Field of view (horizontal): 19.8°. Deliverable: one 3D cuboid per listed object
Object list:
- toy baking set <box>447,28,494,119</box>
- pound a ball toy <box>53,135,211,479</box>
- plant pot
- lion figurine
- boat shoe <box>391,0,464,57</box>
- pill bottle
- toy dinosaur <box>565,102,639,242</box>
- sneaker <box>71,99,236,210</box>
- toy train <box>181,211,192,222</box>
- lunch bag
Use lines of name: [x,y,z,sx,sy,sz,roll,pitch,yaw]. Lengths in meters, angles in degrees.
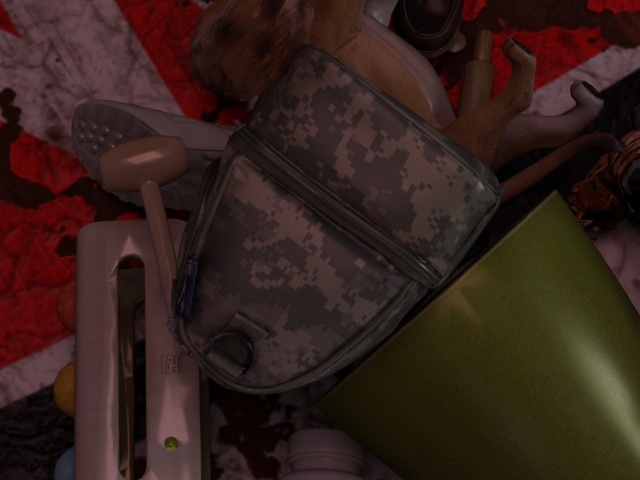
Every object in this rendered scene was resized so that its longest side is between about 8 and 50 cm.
toy baking set: [0.074,-0.163,1.791,0.197,0.030,0.256,13,68,7]
pound a ball toy: [-0.171,0.092,1.593,0.136,0.208,0.319,-3,68,0]
plant pot: [0.193,0.156,1.552,0.275,0.275,0.293,-41,87,-15]
lion figurine: [0.068,-0.135,1.694,0.392,0.142,0.240,44,108,13]
boat shoe: [0.110,-0.278,1.801,0.073,0.073,0.207,5,59,0]
pill bottle: [0.002,0.253,1.582,0.094,0.094,0.169,2,67,2]
toy dinosaur: [0.333,-0.038,1.694,0.322,0.164,0.218,-43,54,16]
sneaker: [-0.129,-0.081,1.741,0.235,0.090,0.095,21,33,22]
toy train: [-0.052,-0.015,1.733,0.158,0.027,0.036,6,64,4]
lunch bag: [0.000,0.000,1.507,0.212,0.305,0.256,35,93,3]
